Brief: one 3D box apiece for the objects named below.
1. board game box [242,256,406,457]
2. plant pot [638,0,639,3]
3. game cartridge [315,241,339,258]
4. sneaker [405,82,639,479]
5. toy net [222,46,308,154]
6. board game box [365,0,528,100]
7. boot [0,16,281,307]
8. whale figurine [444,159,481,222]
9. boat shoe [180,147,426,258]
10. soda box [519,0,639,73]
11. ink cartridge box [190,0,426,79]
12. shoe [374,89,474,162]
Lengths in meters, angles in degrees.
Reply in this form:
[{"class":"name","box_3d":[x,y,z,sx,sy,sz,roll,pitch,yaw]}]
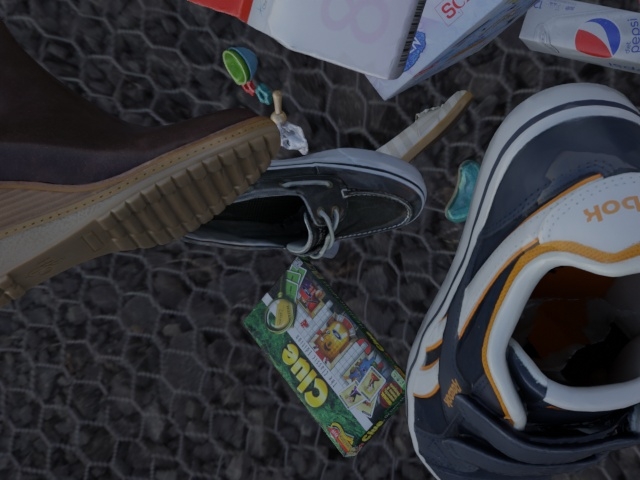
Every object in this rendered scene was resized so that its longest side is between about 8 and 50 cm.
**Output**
[{"class":"board game box","box_3d":[0.006,0.154,1.355,0.136,0.030,0.260,-52,57,16]},{"class":"plant pot","box_3d":[0.263,-0.231,0.649,0.180,0.201,0.202,1,88,-42]},{"class":"game cartridge","box_3d":[0.000,0.000,1.407,0.055,0.083,0.017,14,66,5]},{"class":"sneaker","box_3d":[0.123,0.078,0.566,0.126,0.128,0.321,-4,133,-7]},{"class":"toy net","box_3d":[-0.105,-0.244,1.782,0.045,0.122,0.232,-36,103,-23]},{"class":"board game box","box_3d":[0.232,-0.317,1.188,0.318,0.318,0.066,-38,89,35]},{"class":"boot","box_3d":[-0.173,-0.083,0.629,0.248,0.090,0.207,-26,69,-14]},{"class":"whale figurine","box_3d":[0.334,-0.058,1.604,0.272,0.141,0.216,7,109,-34]},{"class":"boat shoe","box_3d":[-0.026,-0.029,1.151,0.335,0.119,0.121,-1,133,-17]},{"class":"soda box","box_3d":[0.522,-0.377,1.827,0.286,0.098,0.091,18,93,24]},{"class":"ink cartridge box","box_3d":[-0.017,-0.254,0.794,0.232,0.066,0.189,20,109,8]},{"class":"shoe","box_3d":[0.151,-0.167,1.550,0.219,0.076,0.058,-43,83,-7]}]
